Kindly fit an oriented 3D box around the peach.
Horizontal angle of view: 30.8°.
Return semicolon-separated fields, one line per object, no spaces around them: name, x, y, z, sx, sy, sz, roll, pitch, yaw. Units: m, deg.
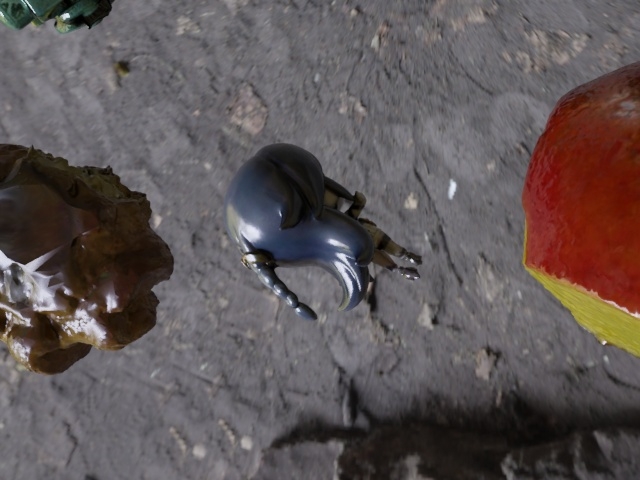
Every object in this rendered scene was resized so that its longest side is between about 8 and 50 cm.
peach;0.346;-0.028;1.020;0.306;0.380;0.242;-48;134;-7

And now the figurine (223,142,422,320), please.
figurine;-0.008;-0.012;1.563;0.265;0.197;0.175;43;131;22

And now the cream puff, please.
cream puff;-0.283;0.011;1.234;0.241;0.155;0.269;-33;73;17

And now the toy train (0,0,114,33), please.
toy train;-0.240;-0.385;1.350;0.369;0.237;0.150;-38;121;-4
